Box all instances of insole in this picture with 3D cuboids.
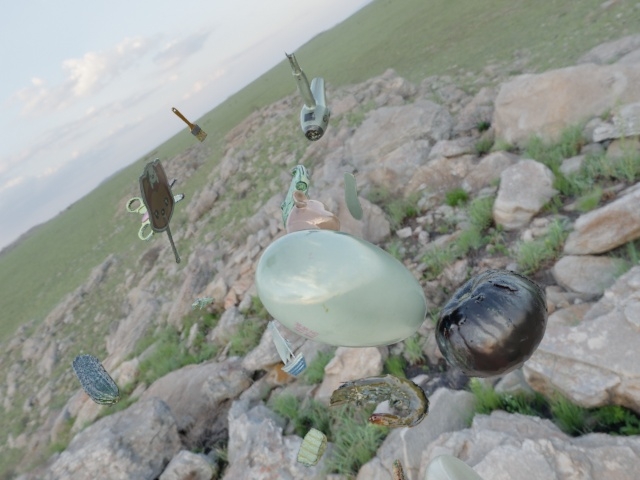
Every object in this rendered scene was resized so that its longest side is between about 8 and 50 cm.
[{"bbox_3d":[0.079,-0.106,1.112,0.053,0.153,0.002,28,57,32],"label":"insole"}]

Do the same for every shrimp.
[{"bbox_3d":[0.150,0.395,1.098,0.253,0.058,0.173,-2,27,-23],"label":"shrimp"}]

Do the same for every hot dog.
[{"bbox_3d":[0.305,0.906,1.737,0.037,0.049,0.122,-29,61,42],"label":"hot dog"}]

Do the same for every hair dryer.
[{"bbox_3d":[-0.030,-0.453,1.312,0.092,0.267,0.229,-5,39,15],"label":"hair dryer"}]

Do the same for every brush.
[{"bbox_3d":[-0.506,-0.449,1.741,0.014,0.170,0.043,11,65,48],"label":"brush"}]

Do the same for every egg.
[{"bbox_3d":[0.048,0.103,0.931,0.230,0.370,0.230,-162,90,-79],"label":"egg"}]

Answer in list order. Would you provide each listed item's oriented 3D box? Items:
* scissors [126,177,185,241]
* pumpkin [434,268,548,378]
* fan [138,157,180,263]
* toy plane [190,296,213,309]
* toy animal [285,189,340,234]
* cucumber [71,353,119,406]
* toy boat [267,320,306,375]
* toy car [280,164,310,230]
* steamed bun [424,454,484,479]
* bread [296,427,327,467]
[{"bbox_3d":[-0.444,-0.093,1.226,0.187,0.134,0.020,-34,-12,18],"label":"scissors"},{"bbox_3d":[0.339,0.162,0.903,0.233,0.163,0.233,-45,-3,-3],"label":"pumpkin"},{"bbox_3d":[-0.306,-0.048,0.884,0.009,0.220,0.132,-4,30,5],"label":"fan"},{"bbox_3d":[-0.424,0.221,1.622,0.083,0.033,0.080,-20,16,-20],"label":"toy plane"},{"bbox_3d":[-0.009,0.006,1.173,0.153,0.250,0.166,-8,-28,-35],"label":"toy animal"},{"bbox_3d":[-0.634,0.397,1.274,0.077,0.077,0.265,-44,34,-23],"label":"cucumber"},{"bbox_3d":[-0.093,0.278,1.122,0.149,0.105,0.034,35,38,27],"label":"toy boat"},{"bbox_3d":[-0.072,-0.134,1.460,0.090,0.076,0.224,-105,30,-48],"label":"toy car"},{"bbox_3d":[0.433,0.817,1.455,0.145,0.231,0.232,-60,19,9],"label":"steamed bun"},{"bbox_3d":[-0.030,0.928,2.012,0.103,0.110,0.156,20,68,26],"label":"bread"}]
